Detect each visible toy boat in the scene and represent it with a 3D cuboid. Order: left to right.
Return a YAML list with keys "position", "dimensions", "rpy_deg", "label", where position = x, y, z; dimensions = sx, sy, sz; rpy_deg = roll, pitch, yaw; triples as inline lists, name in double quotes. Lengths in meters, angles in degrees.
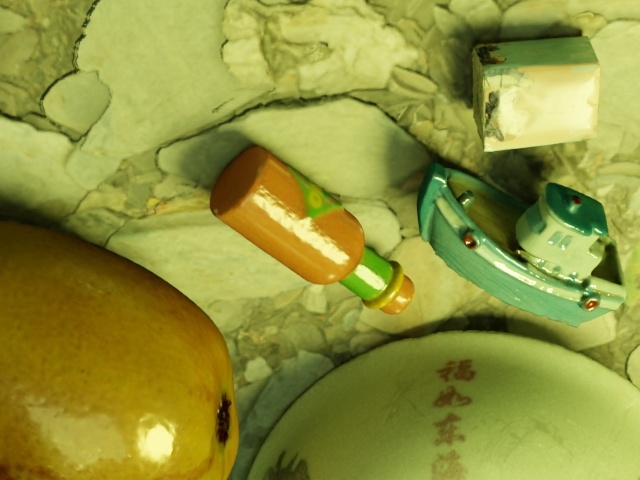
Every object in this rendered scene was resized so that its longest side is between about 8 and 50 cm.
- position: [0.171, -0.011, 1.516]
  dimensions: [0.215, 0.088, 0.102]
  rpy_deg: [23, 127, -23]
  label: "toy boat"

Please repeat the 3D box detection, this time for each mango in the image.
- position: [-0.243, 0.111, 1.474]
  dimensions: [0.378, 0.221, 0.263]
  rpy_deg: [16, 123, -7]
  label: "mango"

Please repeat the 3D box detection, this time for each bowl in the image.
- position: [0.119, 0.304, 1.560]
  dimensions: [0.435, 0.196, 0.434]
  rpy_deg: [2, 104, 10]
  label: "bowl"

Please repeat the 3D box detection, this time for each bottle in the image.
- position: [0.000, 0.000, 1.520]
  dimensions: [0.187, 0.069, 0.069]
  rpy_deg: [36, 112, -28]
  label: "bottle"

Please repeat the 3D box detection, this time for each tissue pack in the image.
- position: [0.167, -0.115, 1.468]
  dimensions: [0.094, 0.058, 0.074]
  rpy_deg: [-6, 122, -4]
  label: "tissue pack"
